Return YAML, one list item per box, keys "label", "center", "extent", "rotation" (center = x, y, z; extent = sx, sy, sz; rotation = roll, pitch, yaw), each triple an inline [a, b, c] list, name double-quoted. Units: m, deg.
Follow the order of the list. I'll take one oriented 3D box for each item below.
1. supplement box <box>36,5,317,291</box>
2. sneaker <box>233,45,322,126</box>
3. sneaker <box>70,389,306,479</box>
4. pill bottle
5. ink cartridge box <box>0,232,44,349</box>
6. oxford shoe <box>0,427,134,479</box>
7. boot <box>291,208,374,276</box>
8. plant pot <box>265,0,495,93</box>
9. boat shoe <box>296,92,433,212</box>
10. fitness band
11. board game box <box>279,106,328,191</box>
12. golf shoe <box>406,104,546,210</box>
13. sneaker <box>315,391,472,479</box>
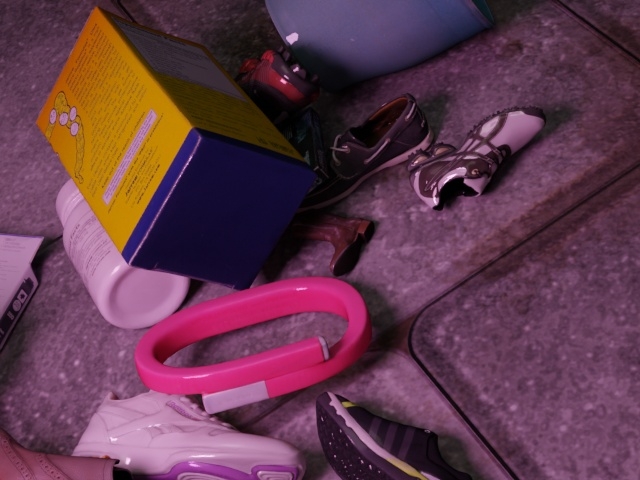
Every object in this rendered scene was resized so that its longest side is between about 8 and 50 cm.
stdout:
- label: "supplement box"
  center: [-0.198, -0.122, 1.786]
  extent: [0.195, 0.194, 0.356]
  rotation: [-58, 43, 18]
- label: "sneaker"
  center: [-0.082, -0.196, 1.916]
  extent: [0.135, 0.098, 0.276]
  rotation: [-51, 14, -9]
- label: "sneaker"
  center: [-0.156, 0.230, 1.610]
  extent: [0.305, 0.114, 0.152]
  rotation: [0, 51, 24]
- label: "pill bottle"
  center: [-0.277, 0.005, 1.854]
  extent: [0.131, 0.131, 0.229]
  rotation: [-33, 45, -6]
- label: "ink cartridge box"
  center: [-0.513, 0.078, 1.953]
  extent: [0.206, 0.045, 0.208]
  rotation: [5, 54, 28]
- label: "oxford shoe"
  center: [-0.282, 0.297, 1.551]
  extent: [0.133, 0.130, 0.364]
  rotation: [-45, 50, -16]
- label: "boot"
  center: [0.000, 0.000, 1.801]
  extent: [0.114, 0.037, 0.106]
  rotation: [13, 44, 29]
- label: "plant pot"
  center: [0.071, -0.352, 1.946]
  extent: [0.255, 0.272, 0.271]
  rotation: [-32, 43, 16]
- label: "boat shoe"
  center: [0.039, -0.121, 1.865]
  extent: [0.233, 0.079, 0.084]
  rotation: [-30, 47, 1]
- label: "fitness band"
  center: [-0.082, 0.120, 1.659]
  extent: [0.291, 0.054, 0.209]
  rotation: [-15, 26, -6]
- label: "board game box"
  center: [-0.048, -0.099, 1.859]
  extent: [0.126, 0.026, 0.186]
  rotation: [-37, 27, 17]
- label: "golf shoe"
  center: [0.214, -0.102, 1.782]
  extent: [0.198, 0.077, 0.094]
  rotation: [-28, 56, 8]
- label: "sneaker"
  center: [0.086, 0.244, 1.535]
  extent: [0.097, 0.084, 0.235]
  rotation: [-21, 41, -29]
